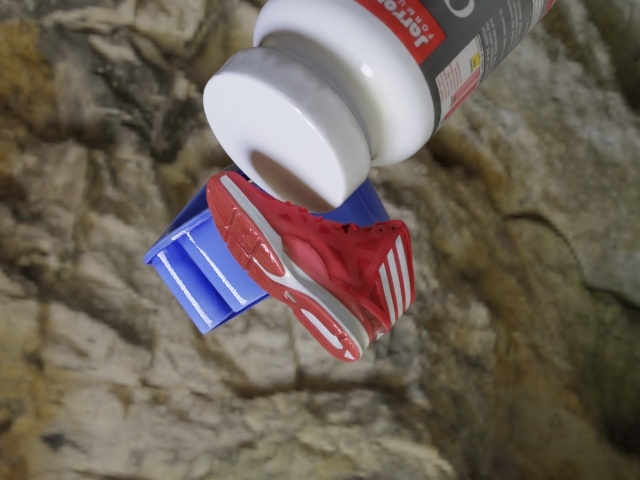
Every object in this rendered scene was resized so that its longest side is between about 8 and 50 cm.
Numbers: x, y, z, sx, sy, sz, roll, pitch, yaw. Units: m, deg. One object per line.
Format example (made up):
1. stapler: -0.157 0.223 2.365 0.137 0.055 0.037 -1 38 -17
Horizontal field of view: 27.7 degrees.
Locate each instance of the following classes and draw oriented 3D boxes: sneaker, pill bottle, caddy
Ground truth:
1. sneaker: 0.000 0.000 1.230 0.128 0.221 0.087 -37 -8 -24
2. pill bottle: 0.066 -0.206 1.294 0.363 0.210 0.210 -48 -22 -26
3. caddy: -0.076 -0.025 1.746 0.341 0.179 0.241 -30 -3 -34
